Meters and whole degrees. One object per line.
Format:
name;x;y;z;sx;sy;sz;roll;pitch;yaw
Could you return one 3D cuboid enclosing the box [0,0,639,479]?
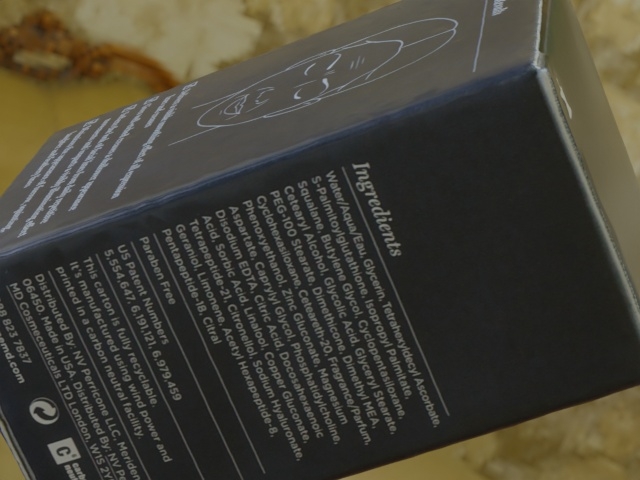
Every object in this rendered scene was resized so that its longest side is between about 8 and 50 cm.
box;0.000;0.000;1.235;0.395;0.212;0.293;-19;18;15
